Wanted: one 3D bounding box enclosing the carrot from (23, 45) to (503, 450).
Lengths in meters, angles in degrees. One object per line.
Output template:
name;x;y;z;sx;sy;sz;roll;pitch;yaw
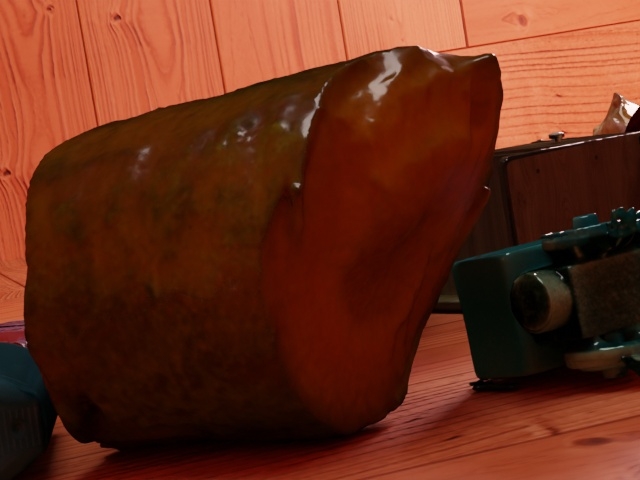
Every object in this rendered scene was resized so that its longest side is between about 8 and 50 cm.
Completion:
carrot;-0.040;0.016;1.147;0.340;0.242;0.241;-10;4;25

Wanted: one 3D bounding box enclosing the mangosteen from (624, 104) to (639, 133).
mangosteen;0.408;-0.078;1.859;0.199;0.200;0.200;-9;5;1

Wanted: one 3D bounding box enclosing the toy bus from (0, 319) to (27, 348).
toy bus;-0.263;0.102;1.570;0.203;0.063;0.090;-6;6;44

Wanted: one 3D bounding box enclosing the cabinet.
cabinet;0.203;-0.024;1.650;0.215;0.148;0.174;-12;6;-36

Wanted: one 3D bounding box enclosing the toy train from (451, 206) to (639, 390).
toy train;0.200;0.035;1.221;0.203;0.112;0.163;-10;-1;-33

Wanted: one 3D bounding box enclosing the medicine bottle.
medicine bottle;-0.247;0.122;1.229;0.124;0.079;0.258;-10;5;-3

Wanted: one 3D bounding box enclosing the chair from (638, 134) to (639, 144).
chair;0.447;-0.058;1.610;0.260;0.155;0.141;-14;8;-23

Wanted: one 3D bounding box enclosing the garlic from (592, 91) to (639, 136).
garlic;0.445;-0.104;2.026;0.244;0.164;0.145;-5;-13;-13
